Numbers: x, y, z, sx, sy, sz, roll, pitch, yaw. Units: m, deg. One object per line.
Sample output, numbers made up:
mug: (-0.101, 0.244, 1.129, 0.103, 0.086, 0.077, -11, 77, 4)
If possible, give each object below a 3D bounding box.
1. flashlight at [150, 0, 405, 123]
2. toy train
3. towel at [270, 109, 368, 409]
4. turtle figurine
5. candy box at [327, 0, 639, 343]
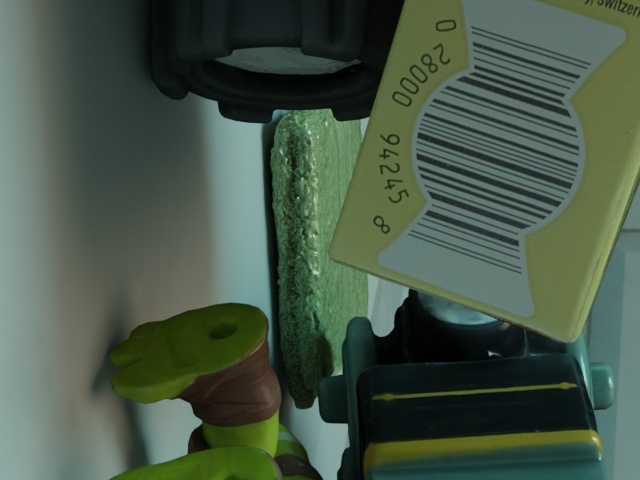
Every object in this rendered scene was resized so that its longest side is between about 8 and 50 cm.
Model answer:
flashlight: (-0.010, -0.202, 0.610, 0.103, 0.103, 0.304, 13, 75, -47)
toy train: (0.069, 0.173, 0.752, 0.190, 0.142, 0.334, -92, -179, -52)
towel: (0.000, 0.000, 0.796, 0.110, 0.027, 0.148, -48, 137, -69)
turtle figurine: (-0.023, 0.146, 0.577, 0.269, 0.087, 0.217, -75, 160, -46)
candy box: (0.103, -0.143, 0.518, 0.183, 0.087, 0.316, -42, 150, -71)
